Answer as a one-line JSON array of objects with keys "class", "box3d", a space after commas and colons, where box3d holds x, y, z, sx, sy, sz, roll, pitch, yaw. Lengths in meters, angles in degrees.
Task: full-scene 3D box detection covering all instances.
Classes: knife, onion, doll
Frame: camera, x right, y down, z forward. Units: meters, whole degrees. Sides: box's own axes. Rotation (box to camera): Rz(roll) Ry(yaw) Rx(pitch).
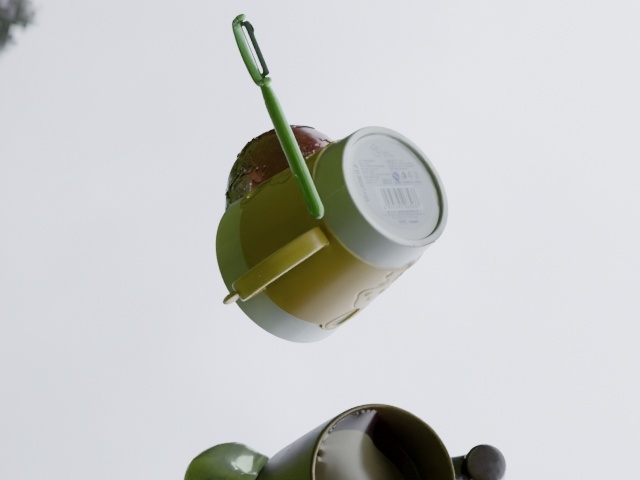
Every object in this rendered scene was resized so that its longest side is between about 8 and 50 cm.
[{"class": "knife", "box3d": [-0.044, -0.118, 1.592, 0.212, 0.015, 0.054, 67, -17, -4]}, {"class": "onion", "box3d": [-0.050, -0.053, 1.974, 0.184, 0.147, 0.184, -2, -93, 36]}, {"class": "doll", "box3d": [-0.119, 0.315, 1.762, 0.155, 0.113, 0.275, -43, 167, -52]}]

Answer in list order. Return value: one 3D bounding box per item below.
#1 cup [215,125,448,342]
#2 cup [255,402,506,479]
[{"class": "cup", "box3d": [0.000, 0.000, 1.756, 0.226, 0.241, 0.185, -36, -91, 42]}, {"class": "cup", "box3d": [0.060, 0.228, 1.565, 0.166, 0.239, 0.177, 54, -27, 10]}]
